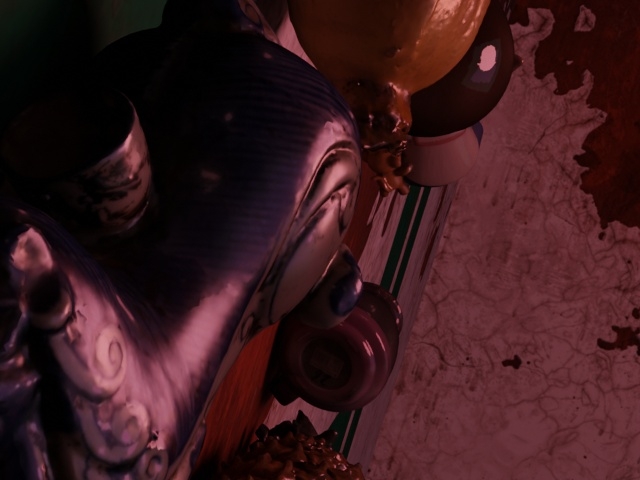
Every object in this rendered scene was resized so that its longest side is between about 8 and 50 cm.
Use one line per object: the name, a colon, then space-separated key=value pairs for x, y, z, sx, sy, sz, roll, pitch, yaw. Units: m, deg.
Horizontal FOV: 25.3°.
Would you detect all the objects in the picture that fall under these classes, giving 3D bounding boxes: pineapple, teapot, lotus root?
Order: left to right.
pineapple: x=-0.031 y=0.258 z=1.281 sx=0.362 sy=0.202 sz=0.202 roll=-103 pitch=-150 yaw=-80
teapot: x=0.025 y=0.111 z=1.446 sx=0.146 sy=0.116 sz=0.148 roll=-43 pitch=153 yaw=-63
lotus root: x=0.052 y=-0.206 z=0.923 sx=0.146 sy=0.130 sz=0.303 roll=21 pitch=87 yaw=-59

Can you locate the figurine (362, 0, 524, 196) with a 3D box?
figurine: x=0.091 y=-0.157 z=1.261 sx=0.275 sy=0.161 sz=0.158 roll=94 pitch=-24 yaw=-67

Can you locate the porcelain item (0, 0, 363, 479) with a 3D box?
porcelain item: x=-0.086 y=0.008 z=0.564 sx=0.288 sy=0.138 sz=0.186 roll=-60 pitch=149 yaw=-36
